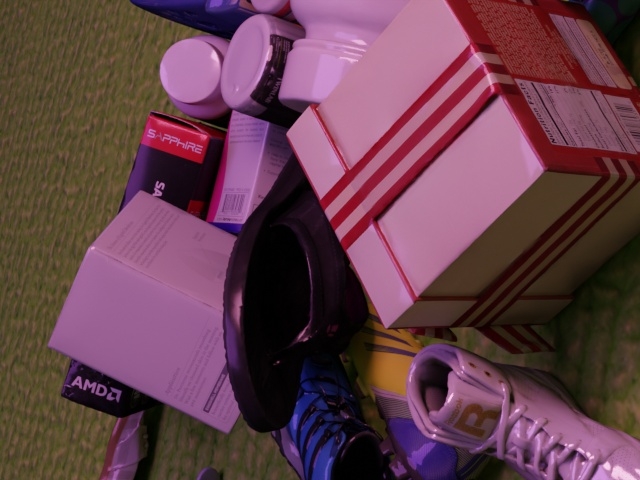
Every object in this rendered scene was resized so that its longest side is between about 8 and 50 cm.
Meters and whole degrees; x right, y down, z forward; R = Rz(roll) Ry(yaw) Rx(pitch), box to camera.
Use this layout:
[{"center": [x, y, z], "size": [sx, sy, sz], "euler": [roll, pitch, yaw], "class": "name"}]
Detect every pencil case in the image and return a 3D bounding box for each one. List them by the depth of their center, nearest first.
[{"center": [0.250, -0.206, 1.604], "size": [0.151, 0.064, 0.070], "euler": [-51, 53, 33], "class": "pencil case"}]

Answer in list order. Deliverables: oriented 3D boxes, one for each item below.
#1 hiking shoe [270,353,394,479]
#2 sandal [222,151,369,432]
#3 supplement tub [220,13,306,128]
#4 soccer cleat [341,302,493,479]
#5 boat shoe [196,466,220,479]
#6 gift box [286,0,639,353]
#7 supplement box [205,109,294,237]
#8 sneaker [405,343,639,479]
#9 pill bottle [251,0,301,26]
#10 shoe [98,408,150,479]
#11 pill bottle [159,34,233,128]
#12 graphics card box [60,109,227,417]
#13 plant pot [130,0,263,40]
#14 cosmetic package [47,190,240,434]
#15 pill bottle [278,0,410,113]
[{"center": [0.026, 0.214, 1.732], "size": [0.132, 0.113, 0.304], "euler": [-49, 43, 43], "class": "hiking shoe"}, {"center": [-0.004, 0.020, 1.726], "size": [0.107, 0.167, 0.445], "euler": [-10, 32, 21], "class": "sandal"}, {"center": [-0.008, -0.179, 1.899], "size": [0.117, 0.190, 0.117], "euler": [-33, 49, 48], "class": "supplement tub"}, {"center": [0.103, 0.149, 1.685], "size": [0.121, 0.093, 0.289], "euler": [-34, 35, 6], "class": "soccer cleat"}, {"center": [-0.149, 0.328, 2.051], "size": [0.035, 0.035, 0.100], "euler": [2, 84, 57], "class": "boat shoe"}, {"center": [0.159, -0.054, 1.511], "size": [0.258, 0.276, 0.255], "euler": [-46, 53, 34], "class": "gift box"}, {"center": [-0.048, -0.104, 2.011], "size": [0.111, 0.114, 0.220], "euler": [5, 81, 61], "class": "supplement box"}, {"center": [0.179, 0.182, 1.433], "size": [0.292, 0.169, 0.108], "euler": [38, 107, 57], "class": "sneaker"}, {"center": [0.019, -0.288, 1.916], "size": [0.108, 0.180, 0.108], "euler": [-34, 48, 49], "class": "pill bottle"}, {"center": [-0.264, 0.303, 2.245], "size": [0.076, 0.058, 0.219], "euler": [-6, -63, -89], "class": "shoe"}, {"center": [-0.134, -0.202, 2.109], "size": [0.108, 0.193, 0.108], "euler": [-1, 87, 15], "class": "pill bottle"}, {"center": [-0.201, 0.030, 2.104], "size": [0.233, 0.094, 0.371], "euler": [1, -71, -79], "class": "graphics card box"}, {"center": [-0.063, -0.355, 2.048], "size": [0.212, 0.236, 0.236], "euler": [26, 98, 54], "class": "plant pot"}, {"center": [-0.155, 0.075, 1.864], "size": [0.138, 0.225, 0.224], "euler": [-63, 0, 20], "class": "cosmetic package"}, {"center": [0.095, -0.312, 1.758], "size": [0.224, 0.224, 0.392], "euler": [12, 86, 60], "class": "pill bottle"}]
